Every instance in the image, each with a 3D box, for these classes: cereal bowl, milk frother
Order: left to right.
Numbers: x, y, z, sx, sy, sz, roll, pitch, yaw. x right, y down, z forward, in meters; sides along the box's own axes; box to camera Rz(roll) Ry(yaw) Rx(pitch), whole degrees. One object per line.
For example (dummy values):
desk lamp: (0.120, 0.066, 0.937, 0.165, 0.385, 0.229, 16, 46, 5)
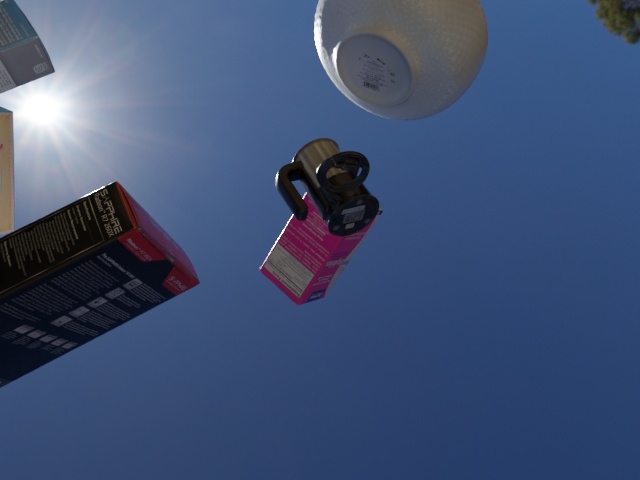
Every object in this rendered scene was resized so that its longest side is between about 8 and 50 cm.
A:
milk frother: (0.017, -0.101, 0.753, 0.129, 0.143, 0.134, -1, -133, -38)
cereal bowl: (0.131, -0.361, 0.986, 0.339, 0.339, 0.141, 32, -120, 0)

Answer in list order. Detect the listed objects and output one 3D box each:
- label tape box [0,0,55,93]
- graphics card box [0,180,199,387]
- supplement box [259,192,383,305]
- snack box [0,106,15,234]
label tape box: (-0.815, -0.419, 1.140, 0.348, 0.115, 0.249, -32, -111, -17)
graphics card box: (-0.391, 0.080, 0.749, 0.371, 0.232, 0.094, -29, -113, -4)
supplement box: (0.000, 0.000, 0.981, 0.114, 0.220, 0.111, 41, -159, 20)
snack box: (-0.539, -0.067, 0.629, 0.060, 0.187, 0.322, 22, -157, 21)
